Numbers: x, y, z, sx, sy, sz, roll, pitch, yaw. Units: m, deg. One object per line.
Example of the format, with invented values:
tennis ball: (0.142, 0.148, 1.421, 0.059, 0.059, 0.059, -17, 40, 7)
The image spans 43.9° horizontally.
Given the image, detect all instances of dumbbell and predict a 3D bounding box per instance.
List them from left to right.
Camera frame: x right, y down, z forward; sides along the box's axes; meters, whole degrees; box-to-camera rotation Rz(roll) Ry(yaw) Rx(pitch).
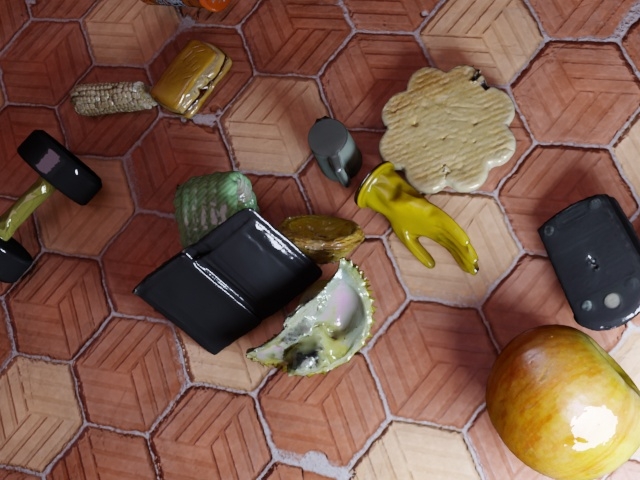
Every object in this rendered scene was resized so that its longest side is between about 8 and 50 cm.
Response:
dumbbell: (-0.685, -0.080, 1.837, 0.204, 0.204, 0.322, 40, 86, 21)

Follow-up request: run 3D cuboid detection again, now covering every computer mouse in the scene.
computer mouse: (0.546, 0.048, 1.545, 0.170, 0.100, 0.269, -31, 58, 27)

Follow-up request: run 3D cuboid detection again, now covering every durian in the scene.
durian: (-0.006, 0.176, 1.618, 0.306, 0.166, 0.172, -37, 66, 11)

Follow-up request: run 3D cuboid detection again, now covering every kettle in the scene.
kettle: (0.028, -0.186, 1.726, 0.098, 0.148, 0.126, 11, 77, 16)

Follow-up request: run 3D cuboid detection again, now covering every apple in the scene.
apple: (0.436, 0.294, 1.424, 0.233, 0.286, 0.286, -45, 68, 14)

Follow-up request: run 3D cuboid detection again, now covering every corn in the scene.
corn: (-0.510, -0.351, 1.940, 0.211, 0.087, 0.087, -3, 73, 14)

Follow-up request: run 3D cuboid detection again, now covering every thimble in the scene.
thimble: (-0.220, -0.038, 1.708, 0.150, 0.219, 0.219, -10, 72, 11)

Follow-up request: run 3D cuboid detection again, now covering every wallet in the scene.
wallet: (-0.190, 0.086, 1.636, 0.323, 0.247, 0.041, -38, 27, 16)

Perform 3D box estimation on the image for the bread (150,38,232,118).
bread: (-0.312, -0.396, 1.915, 0.116, 0.077, 0.200, 33, 83, 28)

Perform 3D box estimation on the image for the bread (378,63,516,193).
bread: (0.277, -0.241, 1.732, 0.316, 0.054, 0.316, -4, 73, 12)

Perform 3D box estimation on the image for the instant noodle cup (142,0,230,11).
instant noodle cup: (-0.344, -0.678, 1.923, 0.192, 0.250, 0.250, 4, 75, 22)

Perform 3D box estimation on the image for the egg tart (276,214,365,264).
egg tart: (0.000, 0.000, 1.688, 0.191, 0.191, 0.074, 6, 110, 15)

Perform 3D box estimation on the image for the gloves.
gloves: (0.214, -0.033, 1.642, 0.294, 0.133, 0.116, 41, 87, 20)
